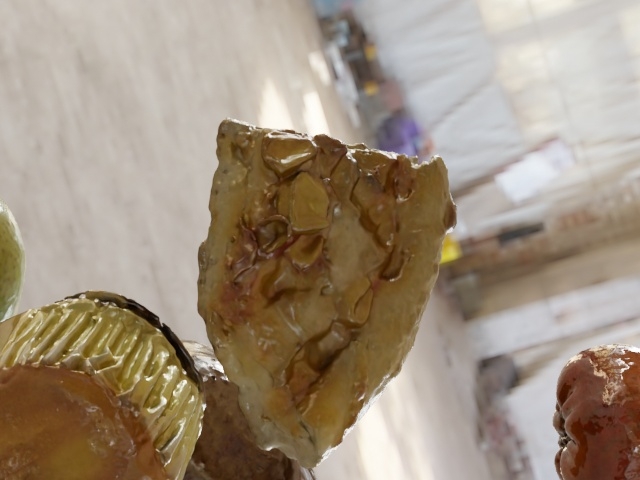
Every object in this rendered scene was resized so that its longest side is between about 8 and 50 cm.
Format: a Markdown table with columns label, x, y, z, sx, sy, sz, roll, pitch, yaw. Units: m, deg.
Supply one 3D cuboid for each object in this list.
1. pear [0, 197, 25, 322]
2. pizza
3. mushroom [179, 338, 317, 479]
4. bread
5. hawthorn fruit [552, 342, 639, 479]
| label | x | y | z | sx | sy | sz | roll | pitch | yaw |
| --- | --- | --- | --- | --- | --- | --- | --- | --- | --- |
| pear | -0.285 | 0.046 | 1.252 | 0.180 | 0.166 | 0.216 | -51 | -132 | 44 |
| pizza | 0.000 | 0.000 | 0.902 | 0.161 | 0.062 | 0.182 | 52 | 57 | -21 |
| mushroom | -0.079 | 0.152 | 1.271 | 0.231 | 0.138 | 0.194 | 94 | -25 | -69 |
| bread | -0.160 | 0.116 | 1.016 | 0.132 | 0.190 | 0.114 | 53 | 29 | -17 |
| hawthorn fruit | 0.224 | 0.132 | 1.282 | 0.125 | 0.140 | 0.125 | 51 | -19 | 26 |
